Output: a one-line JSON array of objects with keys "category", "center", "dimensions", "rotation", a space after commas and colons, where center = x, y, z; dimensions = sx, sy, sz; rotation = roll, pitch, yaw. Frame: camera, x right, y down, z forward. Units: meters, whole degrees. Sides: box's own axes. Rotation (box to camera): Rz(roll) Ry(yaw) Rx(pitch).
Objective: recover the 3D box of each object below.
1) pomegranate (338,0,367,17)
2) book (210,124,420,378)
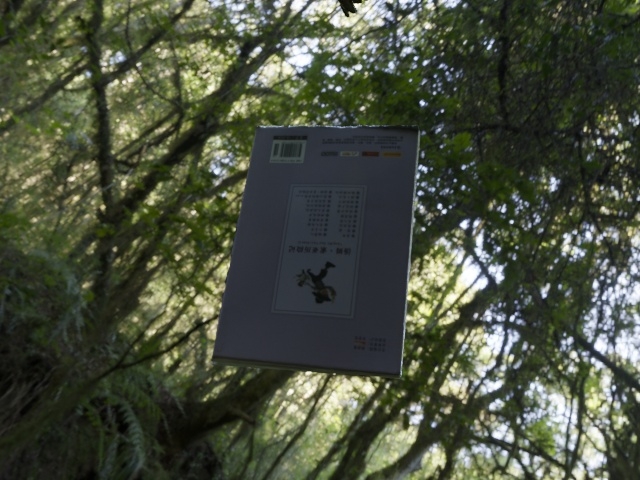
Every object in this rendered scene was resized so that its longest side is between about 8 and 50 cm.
[{"category": "pomegranate", "center": [-0.014, -0.591, 1.145], "dimensions": [0.302, 0.235, 0.236], "rotation": [32, -40, -17]}, {"category": "book", "center": [0.000, 0.000, 0.393], "dimensions": [0.127, 0.181, 0.014], "rotation": [2, -21, 14]}]
